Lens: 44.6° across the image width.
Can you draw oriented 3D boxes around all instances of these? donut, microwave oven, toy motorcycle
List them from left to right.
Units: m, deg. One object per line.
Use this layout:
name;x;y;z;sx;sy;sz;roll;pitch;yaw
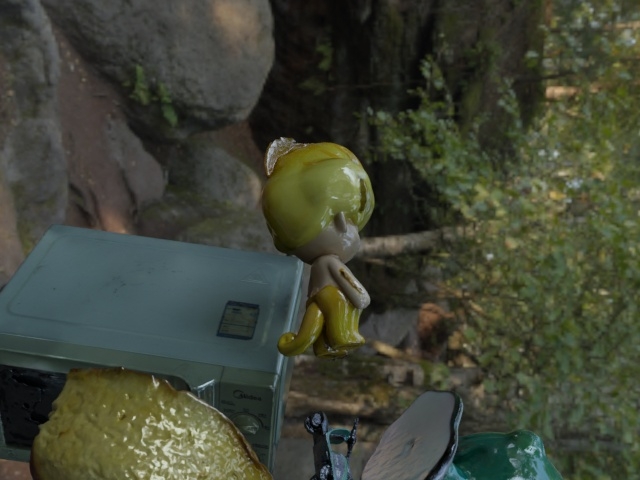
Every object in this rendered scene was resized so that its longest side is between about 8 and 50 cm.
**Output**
microwave oven;-0.215;0.153;1.001;0.286;0.355;0.218;-80;177;-57
donut;-0.109;0.192;0.551;0.217;0.141;0.085;65;33;-24
toy motorcycle;0.025;0.368;1.314;0.058;0.100;0.173;-54;-144;40

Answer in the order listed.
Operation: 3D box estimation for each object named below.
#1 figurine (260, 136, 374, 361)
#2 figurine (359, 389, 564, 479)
figurine;0.000;0.000;0.832;0.156;0.131;0.246;-41;-129;50
figurine;0.235;0.363;0.990;0.231;0.340;0.323;-47;-169;6
